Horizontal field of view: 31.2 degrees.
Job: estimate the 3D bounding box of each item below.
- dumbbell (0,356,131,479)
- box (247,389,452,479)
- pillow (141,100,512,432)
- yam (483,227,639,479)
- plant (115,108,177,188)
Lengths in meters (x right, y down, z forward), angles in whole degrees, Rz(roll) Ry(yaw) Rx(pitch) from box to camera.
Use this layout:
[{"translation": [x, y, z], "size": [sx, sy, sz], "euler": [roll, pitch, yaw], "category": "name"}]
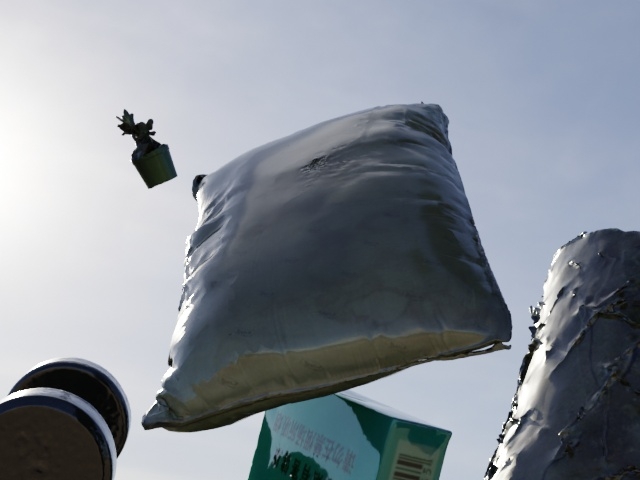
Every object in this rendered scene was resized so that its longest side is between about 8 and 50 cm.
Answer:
[{"translation": [-0.190, 0.144, 0.821], "size": [0.100, 0.100, 0.191], "euler": [8, 2, -5], "category": "dumbbell"}, {"translation": [-0.010, 0.191, 0.605], "size": [0.042, 0.227, 0.161], "euler": [16, -3, -21], "category": "box"}, {"translation": [0.000, 0.000, 0.669], "size": [0.184, 0.302, 0.075], "euler": [-16, -64, 7], "category": "pillow"}, {"translation": [0.242, 0.166, 0.923], "size": [0.240, 0.348, 0.241], "euler": [17, -41, 15], "category": "yam"}, {"translation": [-0.213, -0.116, 1.401], "size": [0.051, 0.102, 0.051], "euler": [-24, 9, 4], "category": "plant"}]
